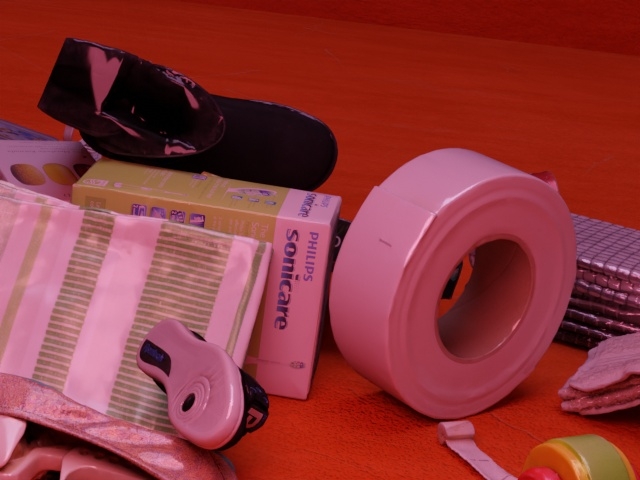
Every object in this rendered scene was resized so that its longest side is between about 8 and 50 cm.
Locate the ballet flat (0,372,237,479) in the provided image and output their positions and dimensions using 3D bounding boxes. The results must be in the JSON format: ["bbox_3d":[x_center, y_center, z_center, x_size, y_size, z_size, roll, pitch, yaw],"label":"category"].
[{"bbox_3d":[-0.230,0.196,1.342,0.316,0.108,0.106,12,33,14],"label":"ballet flat"}]

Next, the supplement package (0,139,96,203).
[{"bbox_3d":[-0.340,-0.028,1.892,0.139,0.134,0.244,-1,21,-24],"label":"supplement package"}]

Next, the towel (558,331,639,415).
[{"bbox_3d":[0.418,0.130,1.701,0.282,0.049,0.187,-14,8,27],"label":"towel"}]

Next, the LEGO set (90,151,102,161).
[{"bbox_3d":[-0.272,-0.110,2.202,0.244,0.060,0.182,-25,21,2],"label":"LEGO set"}]

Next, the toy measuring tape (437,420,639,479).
[{"bbox_3d":[0.213,0.215,1.443,0.121,0.121,0.330,-1,21,-26],"label":"toy measuring tape"}]

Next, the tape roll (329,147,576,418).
[{"bbox_3d":[0.147,0.046,1.641,0.286,0.286,0.100,-7,25,-38],"label":"tape roll"}]

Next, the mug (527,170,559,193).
[{"bbox_3d":[0.255,-0.036,2.254,0.169,0.150,0.113,0,56,-12],"label":"mug"}]

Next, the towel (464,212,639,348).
[{"bbox_3d":[0.354,0.053,1.973,0.283,0.121,0.235,15,18,24],"label":"towel"}]

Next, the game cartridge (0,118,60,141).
[{"bbox_3d":[-0.471,-0.139,2.170,0.198,0.062,0.297,15,7,-6],"label":"game cartridge"}]

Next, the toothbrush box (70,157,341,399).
[{"bbox_3d":[-0.133,0.040,1.666,0.283,0.206,0.122,9,18,5],"label":"toothbrush box"}]

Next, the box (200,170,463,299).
[{"bbox_3d":[0.000,0.000,1.830,0.322,0.059,0.232,17,-4,-3],"label":"box"}]

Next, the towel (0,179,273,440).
[{"bbox_3d":[-0.229,0.075,1.533,0.324,0.248,0.038,12,-23,3],"label":"towel"}]

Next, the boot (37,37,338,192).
[{"bbox_3d":[-0.144,-0.144,1.891,0.367,0.146,0.445,7,-4,-4],"label":"boot"}]

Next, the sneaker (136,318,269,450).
[{"bbox_3d":[-0.083,0.148,1.386,0.121,0.079,0.217,39,1,-29],"label":"sneaker"}]

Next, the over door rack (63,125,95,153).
[{"bbox_3d":[-0.235,-0.193,2.463,0.239,0.108,0.324,16,20,20],"label":"over door rack"}]
